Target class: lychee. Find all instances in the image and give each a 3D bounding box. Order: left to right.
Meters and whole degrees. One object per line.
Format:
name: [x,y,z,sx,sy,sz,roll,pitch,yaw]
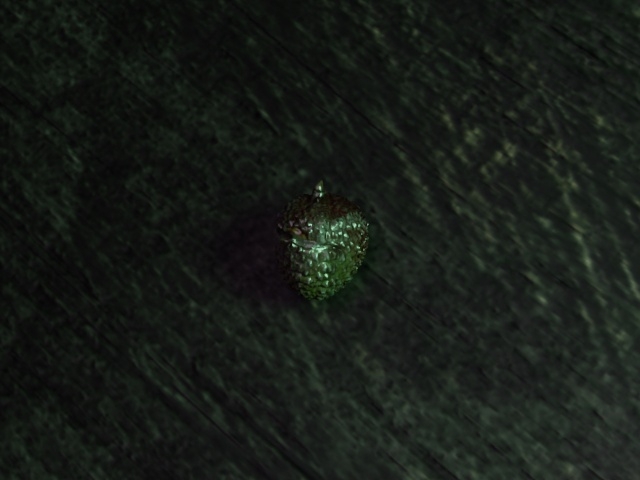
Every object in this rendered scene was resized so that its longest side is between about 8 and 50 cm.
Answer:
lychee: [0.000,0.000,0.801,0.067,0.068,0.083,9,98,-2]
